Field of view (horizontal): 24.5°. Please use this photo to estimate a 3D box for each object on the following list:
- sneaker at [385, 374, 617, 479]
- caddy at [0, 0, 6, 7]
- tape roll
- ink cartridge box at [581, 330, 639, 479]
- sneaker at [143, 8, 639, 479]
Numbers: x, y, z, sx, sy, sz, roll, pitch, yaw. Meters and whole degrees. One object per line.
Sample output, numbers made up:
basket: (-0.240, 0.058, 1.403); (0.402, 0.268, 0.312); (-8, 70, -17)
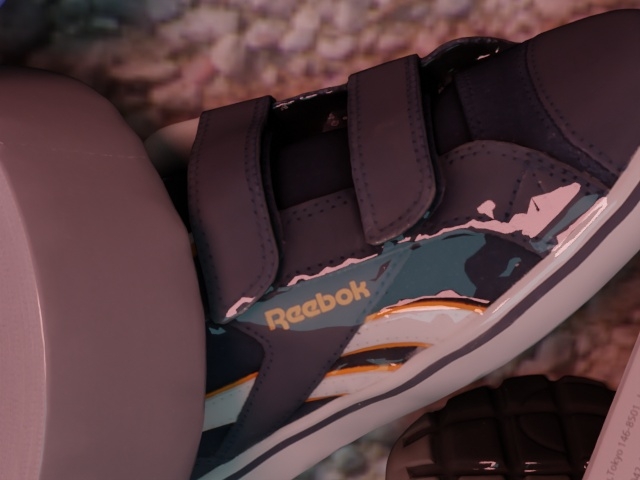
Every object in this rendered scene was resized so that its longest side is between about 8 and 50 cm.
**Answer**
sneaker: (0.162, 0.127, 0.658); (0.267, 0.101, 0.106); (1, 120, 0)
caddy: (-0.216, -0.200, 0.444); (0.241, 0.179, 0.341); (-27, 115, 15)
tape roll: (-0.141, 0.042, 0.553); (0.072, 0.219, 0.219); (0, 129, -48)
ink cartridge box: (0.226, 0.064, 0.570); (0.261, 0.066, 0.296); (25, 86, -38)
sneaker: (0.000, 0.000, 0.577); (0.321, 0.126, 0.127); (-38, 117, 20)
